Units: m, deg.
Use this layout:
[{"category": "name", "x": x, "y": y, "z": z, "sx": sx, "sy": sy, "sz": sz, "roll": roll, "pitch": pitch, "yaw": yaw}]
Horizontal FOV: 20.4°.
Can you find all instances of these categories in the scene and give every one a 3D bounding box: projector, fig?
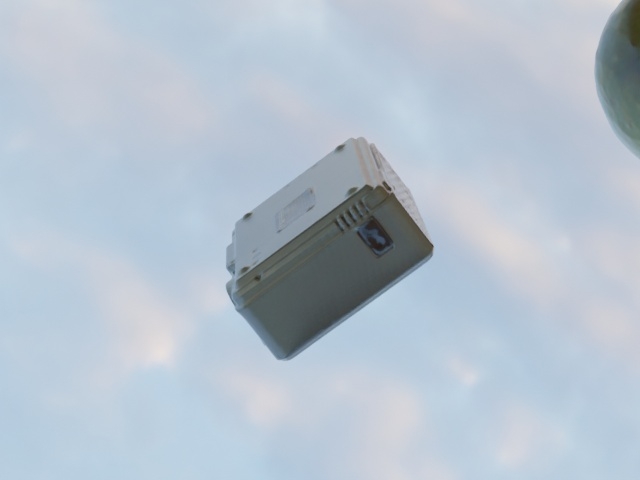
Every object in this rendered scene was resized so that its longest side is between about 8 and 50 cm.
[{"category": "projector", "x": 0.000, "y": 0.000, "z": 1.768, "sx": 0.099, "sy": 0.192, "sz": 0.257, "roll": 51, "pitch": -173, "yaw": -14}, {"category": "fig", "x": 0.482, "y": -0.181, "z": 2.127, "sx": 0.258, "sy": 0.258, "sz": 0.326, "roll": -9, "pitch": -136, "yaw": -45}]
